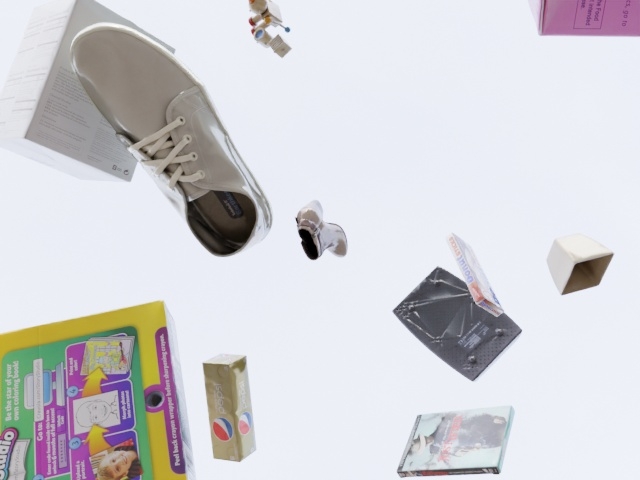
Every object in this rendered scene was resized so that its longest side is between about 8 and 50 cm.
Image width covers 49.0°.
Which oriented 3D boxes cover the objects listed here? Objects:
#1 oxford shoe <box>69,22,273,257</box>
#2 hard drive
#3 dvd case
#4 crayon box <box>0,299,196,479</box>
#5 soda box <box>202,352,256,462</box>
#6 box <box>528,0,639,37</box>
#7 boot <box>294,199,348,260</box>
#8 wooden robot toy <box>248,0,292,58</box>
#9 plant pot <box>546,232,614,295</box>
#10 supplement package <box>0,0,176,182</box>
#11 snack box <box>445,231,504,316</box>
[{"bbox_3d":[-0.229,-0.148,1.130,0.169,0.130,0.449,-27,-65,20],"label":"oxford shoe"},{"bbox_3d":[0.299,0.185,1.549,0.172,0.255,0.054,-44,-38,-7],"label":"hard drive"},{"bbox_3d":[0.148,0.220,0.765,0.120,0.087,0.013,-17,-65,36],"label":"dvd case"},{"bbox_3d":[-0.378,0.303,1.136,0.313,0.362,0.106,-12,-32,-5],"label":"crayon box"},{"bbox_3d":[-0.162,0.297,1.254,0.061,0.058,0.181,-2,-82,28],"label":"soda box"},{"bbox_3d":[0.288,-0.243,0.542,0.243,0.213,0.117,2,-57,9],"label":"box"},{"bbox_3d":[0.000,0.000,1.005,0.042,0.087,0.118,-20,-62,25],"label":"boot"},{"bbox_3d":[-0.113,-0.420,1.307,0.076,0.173,0.079,-26,-26,24],"label":"wooden robot toy"},{"bbox_3d":[0.579,0.045,1.596,0.109,0.096,0.109,-12,-43,-17],"label":"plant pot"},{"bbox_3d":[-0.426,-0.261,1.248,0.199,0.198,0.262,25,-102,-43],"label":"supplement package"},{"bbox_3d":[0.285,0.061,1.306,0.064,0.178,0.022,31,-62,-35],"label":"snack box"}]
